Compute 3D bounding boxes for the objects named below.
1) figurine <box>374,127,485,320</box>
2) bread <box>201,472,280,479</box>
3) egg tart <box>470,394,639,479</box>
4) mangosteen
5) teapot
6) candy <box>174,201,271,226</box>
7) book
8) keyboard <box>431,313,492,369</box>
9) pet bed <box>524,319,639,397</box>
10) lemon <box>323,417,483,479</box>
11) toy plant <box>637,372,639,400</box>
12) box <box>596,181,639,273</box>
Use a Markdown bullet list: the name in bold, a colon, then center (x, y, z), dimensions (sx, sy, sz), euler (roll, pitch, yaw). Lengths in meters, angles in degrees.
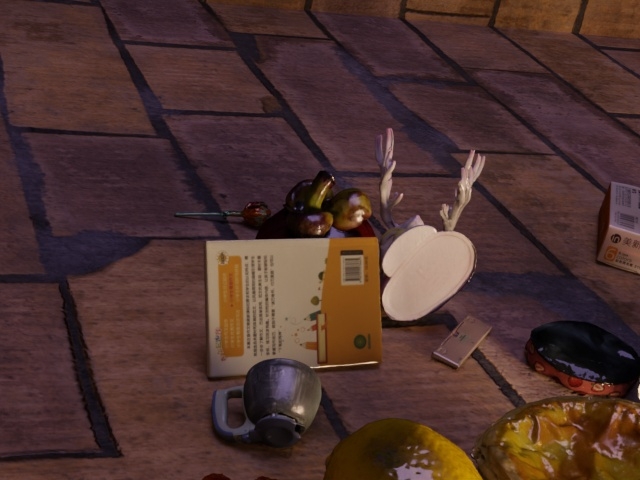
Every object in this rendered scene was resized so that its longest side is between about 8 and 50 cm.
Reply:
- **figurine**: center (0.191, -0.029, 2.052), dimensions (0.206, 0.284, 0.316), euler (10, 16, -8)
- **bread**: center (-0.075, 0.352, 1.384), dimensions (0.139, 0.095, 0.269), euler (11, 22, -20)
- **egg tart**: center (0.373, 0.335, 1.538), dimensions (0.341, 0.132, 0.341), euler (0, 26, 0)
- **mangosteen**: center (0.000, 0.000, 1.904), dimensions (0.215, 0.257, 0.215), euler (11, 32, -7)
- **teapot**: center (-0.074, 0.231, 1.602), dimensions (0.149, 0.111, 0.108), euler (14, 41, -8)
- **candy**: center (-0.185, -0.049, 2.171), dimensions (0.184, 0.049, 0.055), euler (-1, -2, -9)
- **book**: center (-0.039, 0.100, 1.777), dimensions (0.295, 0.208, 0.020), euler (-1, 0, -25)
- **keyboard**: center (0.240, 0.172, 1.945), dimensions (0.055, 0.017, 0.166), euler (27, 30, 17)
- **pet bed**: center (0.452, 0.198, 1.945), dimensions (0.201, 0.053, 0.201), euler (9, 28, -5)
- **lemon**: center (0.103, 0.325, 1.390), dimensions (0.204, 0.204, 0.260), euler (-8, 34, -35)
- **toy plant**: center (0.678, 0.195, 1.871), dimensions (0.247, 0.247, 0.332), euler (26, 28, 24)
- **box**: center (0.704, -0.017, 2.421), dimensions (0.220, 0.091, 0.274), euler (18, 27, 9)
